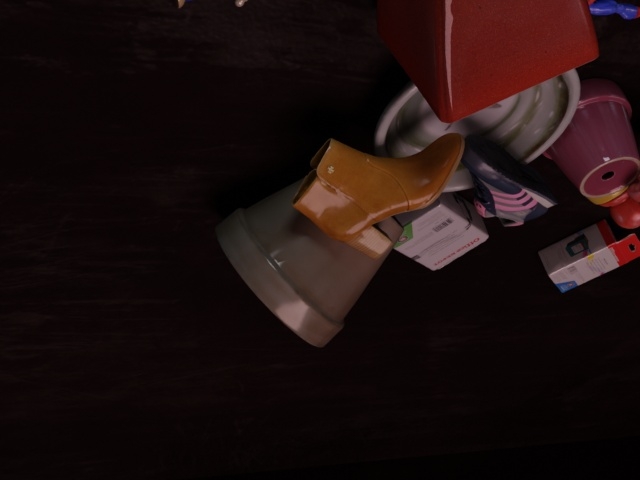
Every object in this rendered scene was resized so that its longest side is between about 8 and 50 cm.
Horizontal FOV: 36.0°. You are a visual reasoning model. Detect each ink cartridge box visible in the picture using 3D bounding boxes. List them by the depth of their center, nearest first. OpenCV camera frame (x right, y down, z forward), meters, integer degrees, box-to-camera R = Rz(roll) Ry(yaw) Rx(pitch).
[{"bbox_3d":[0.242,-0.036,2.157,0.160,0.093,0.219,-33,145,24],"label":"ink cartridge box"},{"bbox_3d":[0.680,0.031,2.473,0.231,0.078,0.134,-28,147,16],"label":"ink cartridge box"}]

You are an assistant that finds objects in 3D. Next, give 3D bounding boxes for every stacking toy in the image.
[{"bbox_3d":[0.730,-0.131,2.036,0.279,0.130,0.309,-41,-171,-4],"label":"stacking toy"}]

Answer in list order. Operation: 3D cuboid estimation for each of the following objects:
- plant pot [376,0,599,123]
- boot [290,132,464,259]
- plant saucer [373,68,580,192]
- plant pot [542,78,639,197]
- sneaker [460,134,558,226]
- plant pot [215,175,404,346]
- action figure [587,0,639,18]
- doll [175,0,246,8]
[{"bbox_3d":[0.233,-0.385,1.469,0.267,0.267,0.236,-24,140,-4],"label":"plant pot"},{"bbox_3d":[0.102,-0.126,1.768,0.211,0.104,0.295,37,94,-22],"label":"boot"},{"bbox_3d":[0.281,-0.248,1.851,0.400,0.100,0.400,-12,147,-8],"label":"plant saucer"},{"bbox_3d":[0.548,-0.193,1.982,0.201,0.180,0.201,-12,148,-8],"label":"plant pot"},{"bbox_3d":[0.337,-0.098,1.904,0.131,0.112,0.319,-37,142,24],"label":"sneaker"},{"bbox_3d":[0.000,0.000,1.949,0.280,0.323,0.323,-42,143,6],"label":"plant pot"},{"bbox_3d":[0.469,-0.431,1.674,0.280,0.091,0.139,-11,154,-11],"label":"action figure"},{"bbox_3d":[-0.131,-0.403,1.477,0.189,0.046,0.129,-19,139,-9],"label":"doll"}]
